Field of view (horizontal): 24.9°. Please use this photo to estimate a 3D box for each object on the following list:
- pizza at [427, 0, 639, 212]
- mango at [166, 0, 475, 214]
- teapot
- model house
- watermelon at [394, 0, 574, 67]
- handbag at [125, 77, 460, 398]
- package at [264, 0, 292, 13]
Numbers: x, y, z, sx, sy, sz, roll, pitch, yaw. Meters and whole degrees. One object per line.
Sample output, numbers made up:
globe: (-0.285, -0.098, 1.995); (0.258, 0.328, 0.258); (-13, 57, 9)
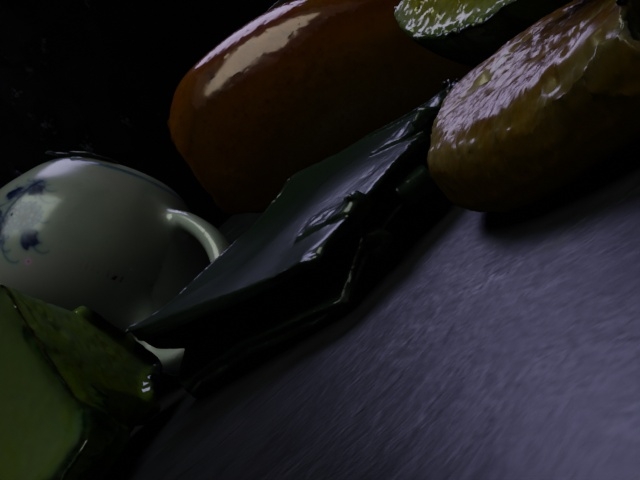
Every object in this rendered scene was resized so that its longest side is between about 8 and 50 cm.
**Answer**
pizza: (0.147, -0.091, 0.859); (0.182, 0.074, 0.365); (-43, 5, -13)
mango: (0.027, -0.137, 1.382); (0.350, 0.201, 0.199); (-24, -23, 7)
teapot: (-0.236, 0.071, 1.423); (0.424, 0.252, 0.280); (-5, 64, 41)
model house: (-0.224, 0.166, 1.158); (0.194, 0.170, 0.211); (-46, -24, 8)
watermelon: (0.220, -0.265, 1.141); (0.331, 0.189, 0.330); (-38, 39, 39)
handbag: (-0.002, -0.001, 1.131); (0.260, 0.079, 0.247); (-30, 12, 48)
package: (0.040, -0.178, 1.563); (0.204, 0.251, 0.062); (-45, -17, -30)
